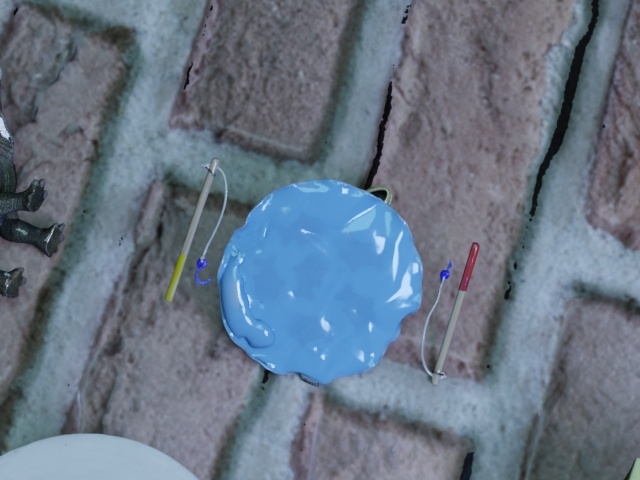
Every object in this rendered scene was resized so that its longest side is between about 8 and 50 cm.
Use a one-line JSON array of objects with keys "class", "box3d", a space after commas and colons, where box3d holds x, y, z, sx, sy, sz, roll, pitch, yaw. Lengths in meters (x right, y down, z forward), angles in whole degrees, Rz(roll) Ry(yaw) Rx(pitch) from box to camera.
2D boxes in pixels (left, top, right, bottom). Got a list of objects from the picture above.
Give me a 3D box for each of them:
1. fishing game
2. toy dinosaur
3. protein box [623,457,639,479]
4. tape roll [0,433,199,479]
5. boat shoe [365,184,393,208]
[{"class": "fishing game", "box3d": [0.000, 0.037, 1.774, 0.264, 0.041, 0.189, 14, 100, -5]}, {"class": "toy dinosaur", "box3d": [-0.340, -0.010, 1.804, 0.160, 0.121, 0.313, 25, 78, 21]}, {"class": "protein box", "box3d": [0.322, 0.293, 1.629, 0.201, 0.200, 0.136, 20, 73, 8]}, {"class": "tape roll", "box3d": [-0.191, 0.306, 1.623, 0.286, 0.100, 0.286, -3, 65, 7]}, {"class": "boat shoe", "box3d": [0.002, 0.001, 1.811, 0.153, 0.048, 0.056, -31, 74, -9]}]
